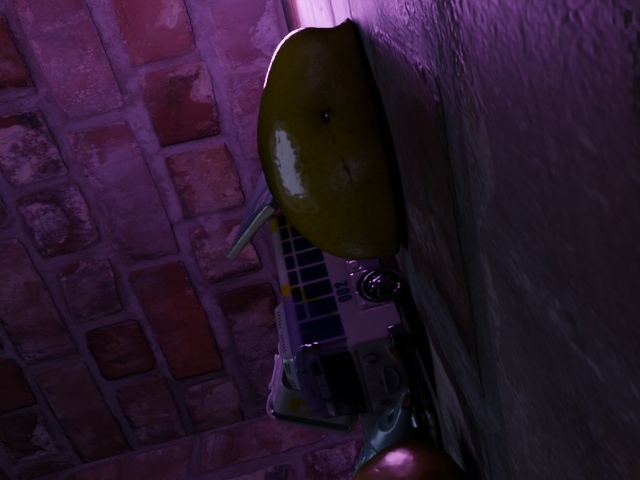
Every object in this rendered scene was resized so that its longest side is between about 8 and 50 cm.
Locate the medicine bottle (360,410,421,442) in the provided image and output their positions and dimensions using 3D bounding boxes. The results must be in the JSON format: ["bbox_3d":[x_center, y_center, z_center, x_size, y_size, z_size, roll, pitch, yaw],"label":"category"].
[{"bbox_3d":[0.180,0.470,1.620,0.147,0.143,0.147,-15,-90,-87],"label":"medicine bottle"}]

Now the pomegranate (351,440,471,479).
[{"bbox_3d":[0.139,0.417,0.968,0.233,0.233,0.233,165,90,-90],"label":"pomegranate"}]

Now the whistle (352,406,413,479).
[{"bbox_3d":[0.133,0.420,1.326,0.186,0.093,0.273,-78,4,-58],"label":"whistle"}]

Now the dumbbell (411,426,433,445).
[{"bbox_3d":[0.213,0.465,1.381,0.231,0.082,0.092,-138,31,-89],"label":"dumbbell"}]

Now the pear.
[{"bbox_3d":[-0.003,-0.143,1.059,0.340,0.192,0.386,-110,4,-80],"label":"pear"}]

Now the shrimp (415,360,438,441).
[{"bbox_3d":[0.202,0.319,1.336,0.147,0.035,0.195,72,-179,-52],"label":"shrimp"}]

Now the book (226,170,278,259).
[{"bbox_3d":[-0.109,-0.157,1.542,0.264,0.031,0.379,-43,23,52],"label":"book"}]

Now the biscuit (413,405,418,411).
[{"bbox_3d":[0.168,0.299,1.616,0.426,0.079,0.143,-93,-13,-86],"label":"biscuit"}]

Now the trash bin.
[{"bbox_3d":[0.002,0.307,1.641,0.367,0.256,0.295,96,-174,-68],"label":"trash bin"}]

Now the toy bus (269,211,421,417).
[{"bbox_3d":[0.035,0.121,1.283,0.439,0.250,0.209,-105,0,-50],"label":"toy bus"}]
